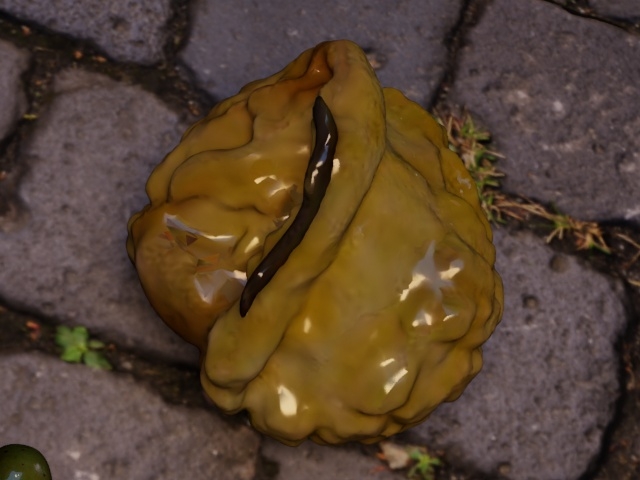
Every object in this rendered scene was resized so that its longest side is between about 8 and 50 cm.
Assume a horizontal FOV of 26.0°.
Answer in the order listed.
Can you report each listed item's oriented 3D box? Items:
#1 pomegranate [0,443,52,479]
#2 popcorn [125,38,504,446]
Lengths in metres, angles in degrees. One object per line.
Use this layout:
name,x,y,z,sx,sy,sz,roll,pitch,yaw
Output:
pomegranate,-0.258,0.211,1.196,0.084,0.073,0.073,0,59,-55
popcorn,0.000,0.000,1.199,0.349,0.381,0.349,-1,69,2
